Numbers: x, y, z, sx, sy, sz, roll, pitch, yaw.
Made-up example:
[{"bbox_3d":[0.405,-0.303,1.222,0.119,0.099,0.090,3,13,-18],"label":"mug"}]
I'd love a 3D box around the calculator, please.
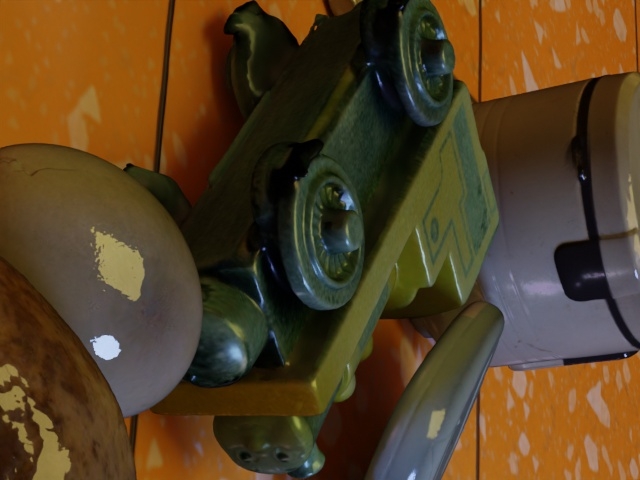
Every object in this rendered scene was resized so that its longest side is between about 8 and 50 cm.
[{"bbox_3d":[0.066,0.142,1.110,0.295,0.042,0.184,-47,158,-60],"label":"calculator"}]

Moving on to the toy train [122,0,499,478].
[{"bbox_3d":[0.000,0.000,1.015,0.369,0.150,0.237,-61,141,-50],"label":"toy train"}]

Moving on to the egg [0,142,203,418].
[{"bbox_3d":[-0.118,0.020,0.788,0.152,0.114,0.114,60,33,-31],"label":"egg"}]

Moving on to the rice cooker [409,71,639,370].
[{"bbox_3d":[0.192,-0.013,1.285,0.226,0.244,0.226,36,47,-52],"label":"rice cooker"}]

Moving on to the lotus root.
[{"bbox_3d":[-0.155,0.072,0.683,0.138,0.138,0.214,-43,118,-60],"label":"lotus root"}]

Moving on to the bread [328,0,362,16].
[{"bbox_3d":[0.035,-0.167,1.257,0.068,0.028,0.153,-55,131,-55],"label":"bread"}]
